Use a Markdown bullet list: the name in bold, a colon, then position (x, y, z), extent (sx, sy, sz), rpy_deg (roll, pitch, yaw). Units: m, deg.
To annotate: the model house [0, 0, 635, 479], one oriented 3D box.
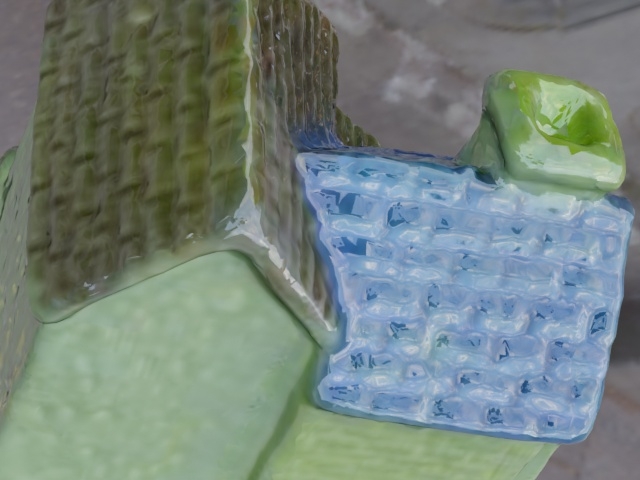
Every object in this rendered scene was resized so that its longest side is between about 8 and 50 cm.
- **model house**: position (0.000, 0.000, 0.611), extent (0.214, 0.189, 0.195), rpy_deg (12, 53, -13)
